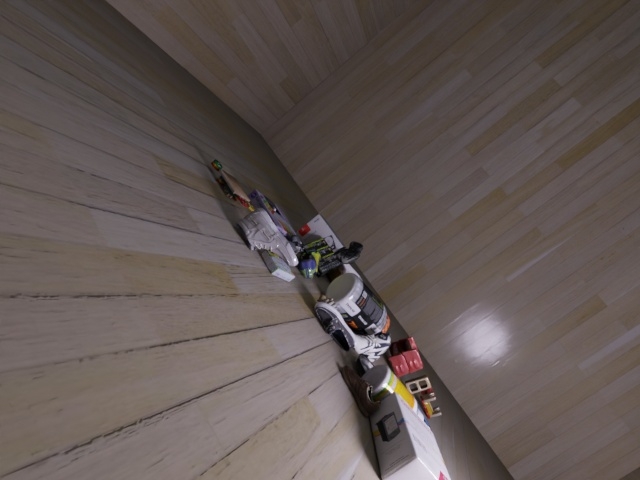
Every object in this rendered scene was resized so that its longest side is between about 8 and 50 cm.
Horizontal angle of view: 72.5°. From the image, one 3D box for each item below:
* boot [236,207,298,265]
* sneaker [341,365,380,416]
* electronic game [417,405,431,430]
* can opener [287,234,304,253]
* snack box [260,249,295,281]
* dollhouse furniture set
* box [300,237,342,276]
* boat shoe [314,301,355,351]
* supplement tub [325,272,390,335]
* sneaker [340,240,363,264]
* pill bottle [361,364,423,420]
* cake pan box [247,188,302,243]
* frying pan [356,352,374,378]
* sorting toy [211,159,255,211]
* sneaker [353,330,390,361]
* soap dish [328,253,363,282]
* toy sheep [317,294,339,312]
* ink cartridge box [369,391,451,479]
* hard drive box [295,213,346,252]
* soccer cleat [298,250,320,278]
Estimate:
[{"bbox_3d":[-0.199,0.011,1.600,0.258,0.123,0.095,53,-20,8],"label":"boot"},{"bbox_3d":[0.141,0.501,1.492,0.066,0.071,0.188,41,15,-52],"label":"sneaker"},{"bbox_3d":[0.420,0.769,1.932,0.229,0.048,0.229,50,9,-11],"label":"electronic game"},{"bbox_3d":[-0.152,0.011,1.916,0.283,0.075,0.095,29,44,-69],"label":"can opener"},{"bbox_3d":[-0.162,0.097,1.674,0.100,0.037,0.141,58,11,27],"label":"snack box"},{"bbox_3d":[0.482,0.719,2.280,0.201,0.152,0.374,-41,110,-82],"label":"dollhouse furniture set"},{"bbox_3d":[0.003,0.087,2.302,0.184,0.045,0.190,52,36,14],"label":"box"},{"bbox_3d":[0.051,0.342,1.704,0.229,0.080,0.076,54,33,-15],"label":"boat shoe"},{"bbox_3d":[0.183,0.316,2.064,0.316,0.193,0.194,47,10,-26],"label":"supplement tub"},{"bbox_3d":[0.171,0.093,2.426,0.101,0.106,0.267,25,24,14],"label":"sneaker"},{"bbox_3d":[0.260,0.579,1.572,0.246,0.136,0.136,50,9,-12],"label":"pill bottle"},{"bbox_3d":[-0.222,-0.099,2.079,0.267,0.070,0.246,57,8,32],"label":"cake pan box"},{"bbox_3d":[0.243,0.587,1.744,0.326,0.053,0.197,52,8,-15],"label":"frying pan"},{"bbox_3d":[-0.368,-0.214,1.839,0.275,0.046,0.132,55,9,20],"label":"sorting toy"},{"bbox_3d":[0.232,0.443,1.936,0.235,0.153,0.094,45,10,-36],"label":"sneaker"},{"bbox_3d":[0.147,0.222,2.519,0.291,0.118,0.229,46,10,-34],"label":"soap dish"},{"bbox_3d":[0.031,0.281,1.776,0.132,0.091,0.091,66,10,6],"label":"toy sheep"},{"bbox_3d":[0.278,0.662,1.353,0.226,0.131,0.306,50,7,-11],"label":"ink cartridge box"},{"bbox_3d":[0.000,0.000,2.453,0.232,0.181,0.089,53,10,14],"label":"hard drive box"},{"bbox_3d":[-0.051,0.116,2.082,0.289,0.093,0.121,-34,117,-82],"label":"soccer cleat"}]
